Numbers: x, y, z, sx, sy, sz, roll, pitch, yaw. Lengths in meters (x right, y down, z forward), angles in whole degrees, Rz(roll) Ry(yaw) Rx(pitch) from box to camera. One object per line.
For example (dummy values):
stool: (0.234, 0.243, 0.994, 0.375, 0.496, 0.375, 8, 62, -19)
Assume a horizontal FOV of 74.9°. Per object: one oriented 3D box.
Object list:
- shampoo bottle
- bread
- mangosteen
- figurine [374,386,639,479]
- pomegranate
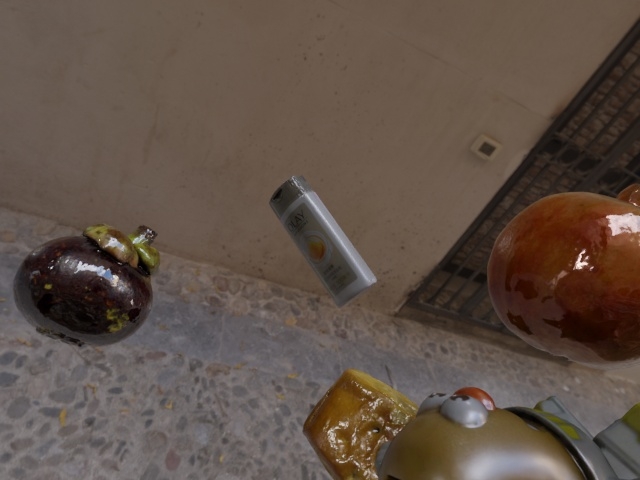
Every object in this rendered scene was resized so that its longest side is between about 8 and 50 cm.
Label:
shampoo bottle: (0.000, 0.000, 0.711, 0.056, 0.086, 0.227, -18, 69, -51)
bread: (0.087, 0.378, 0.821, 0.235, 0.210, 0.099, 29, -18, 39)
mangosteen: (-0.338, 0.053, 0.640, 0.192, 0.192, 0.217, 27, 61, -6)
figurine: (0.187, 0.225, 0.390, 0.285, 0.342, 0.167, 2, 50, -22)
pomegranate: (0.384, 0.040, 0.591, 0.229, 0.270, 0.252, 22, 2, -39)
